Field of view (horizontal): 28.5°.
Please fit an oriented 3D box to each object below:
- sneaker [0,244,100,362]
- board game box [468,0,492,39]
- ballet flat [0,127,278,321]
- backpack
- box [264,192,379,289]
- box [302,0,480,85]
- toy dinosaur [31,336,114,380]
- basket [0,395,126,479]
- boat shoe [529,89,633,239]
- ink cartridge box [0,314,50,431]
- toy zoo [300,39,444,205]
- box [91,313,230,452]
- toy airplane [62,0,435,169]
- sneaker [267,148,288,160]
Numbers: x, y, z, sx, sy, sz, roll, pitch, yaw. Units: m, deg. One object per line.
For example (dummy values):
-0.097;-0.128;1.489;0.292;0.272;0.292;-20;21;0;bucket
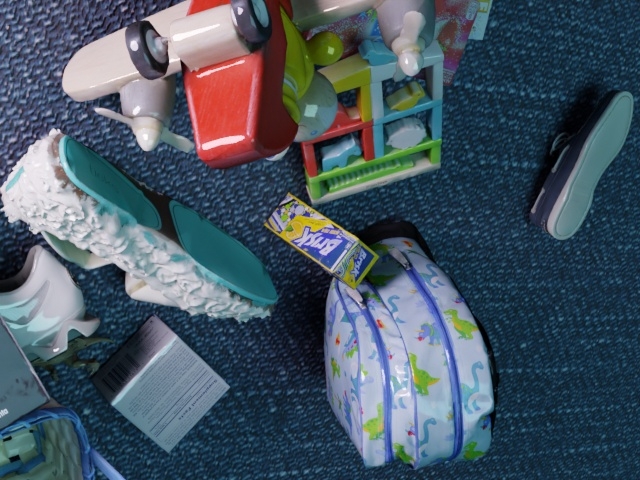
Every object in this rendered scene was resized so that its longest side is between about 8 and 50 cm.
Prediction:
-0.439;0.118;1.480;0.330;0.122;0.146;-32;110;-19;sneaker
0.198;-0.359;1.749;0.103;0.026;0.154;-3;114;-36;board game box
-0.229;0.002;1.573;0.409;0.147;0.147;37;89;-39;ballet flat
0.118;0.170;1.742;0.273;0.355;0.290;-10;118;-27;backpack
0.000;0.000;1.691;0.059;0.169;0.054;-53;132;-3;box
0.061;-0.293;1.614;0.257;0.128;0.122;8;107;-39;box
-0.320;0.138;1.581;0.183;0.093;0.053;-17;108;-39;toy dinosaur
-0.368;0.306;1.495;0.255;0.289;0.201;-21;121;-24;basket
0.410;-0.127;1.990;0.095;0.079;0.254;7;110;-41;boat shoe
-0.462;0.065;1.365;0.176;0.069;0.371;-32;103;-19;ink cartridge box
0.065;-0.161;1.633;0.192;0.030;0.293;-17;149;-5;toy zoo
-0.215;0.193;1.697;0.126;0.072;0.137;-46;131;-8;box
-0.064;-0.235;1.396;0.384;0.386;0.272;-44;129;-17;toy airplane
-0.074;-0.179;1.617;0.085;0.058;0.152;0;109;-43;sneaker
